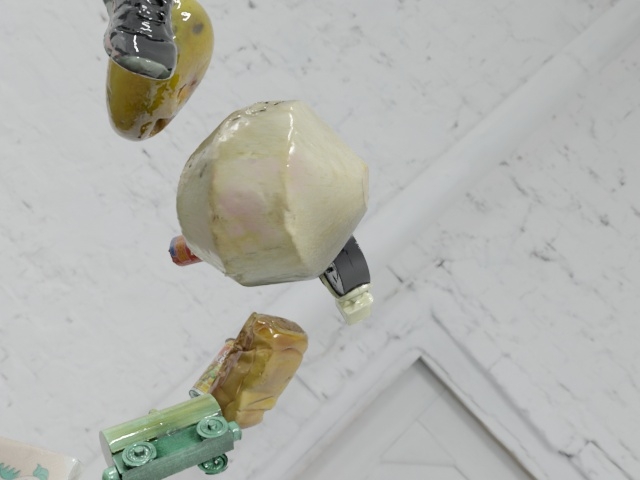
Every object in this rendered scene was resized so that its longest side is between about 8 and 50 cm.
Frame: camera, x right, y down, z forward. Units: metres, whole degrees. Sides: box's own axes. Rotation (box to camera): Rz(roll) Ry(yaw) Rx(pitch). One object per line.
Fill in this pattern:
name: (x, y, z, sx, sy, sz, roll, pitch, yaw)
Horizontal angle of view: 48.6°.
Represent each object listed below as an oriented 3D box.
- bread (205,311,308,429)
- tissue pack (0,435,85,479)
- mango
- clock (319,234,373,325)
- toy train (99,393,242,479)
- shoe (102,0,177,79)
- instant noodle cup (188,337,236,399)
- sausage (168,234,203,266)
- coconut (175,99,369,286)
bread: (-0.158, 0.318, 1.704, 0.132, 0.294, 0.167, 39, 15, 34)
tissue pack: (-0.647, 0.463, 1.370, 0.326, 0.170, 0.071, 14, -34, 5)
mango: (-0.369, -0.377, 1.571, 0.182, 0.253, 0.365, 37, -59, 2)
clock: (0.000, 0.000, 1.686, 0.276, 0.120, 0.379, 82, -19, -54)
toy train: (-0.327, 0.440, 1.515, 0.189, 0.308, 0.126, 26, -56, 52)
shoe: (-0.249, -0.355, 1.030, 0.137, 0.114, 0.290, -45, -131, 40)
instant noodle cup: (-0.299, 0.446, 2.244, 0.193, 0.212, 0.193, 30, -33, 22)
sausage: (-0.204, -0.001, 1.544, 0.274, 0.074, 0.074, -12, -50, 26)
coconut: (-0.079, -0.087, 1.307, 0.352, 0.353, 0.352, 44, -15, 15)
